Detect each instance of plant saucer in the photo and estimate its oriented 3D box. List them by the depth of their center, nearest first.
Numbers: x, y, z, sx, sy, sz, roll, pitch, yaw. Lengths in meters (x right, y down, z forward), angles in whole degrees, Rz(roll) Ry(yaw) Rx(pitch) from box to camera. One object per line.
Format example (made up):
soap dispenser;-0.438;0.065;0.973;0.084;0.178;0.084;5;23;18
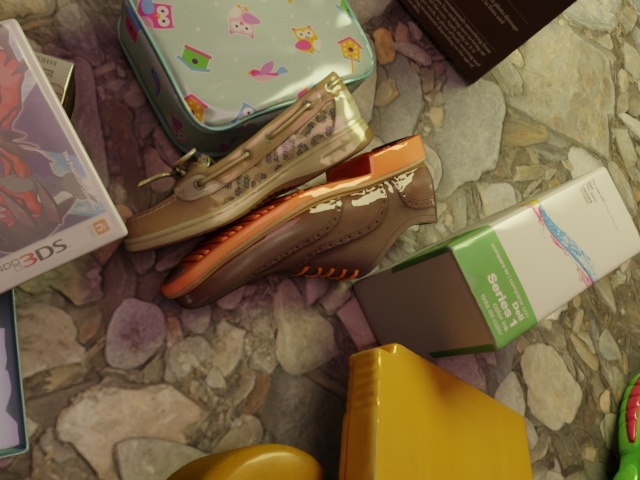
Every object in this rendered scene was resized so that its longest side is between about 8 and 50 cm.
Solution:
plant saucer;-0.315;0.105;0.512;0.067;0.018;0.192;-6;78;-27

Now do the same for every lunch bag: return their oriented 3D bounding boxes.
lunch bag;-0.085;-0.240;0.673;0.279;0.108;0.224;-29;86;-29

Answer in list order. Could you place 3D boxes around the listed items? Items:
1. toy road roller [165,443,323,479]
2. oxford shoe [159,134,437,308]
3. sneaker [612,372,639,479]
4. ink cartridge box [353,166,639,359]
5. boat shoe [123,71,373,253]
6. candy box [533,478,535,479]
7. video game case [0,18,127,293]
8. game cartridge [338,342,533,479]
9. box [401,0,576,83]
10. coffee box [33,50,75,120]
toy road roller;-0.134;0.268;0.452;0.330;0.202;0.240;32;52;-19
oxford shoe;0.000;0.000;0.633;0.364;0.130;0.132;-28;101;-23
sneaker;0.459;0.374;0.699;0.202;0.185;0.483;43;63;-3
ink cartridge box;0.213;0.032;0.675;0.278;0.201;0.117;-23;86;-29
boat shoe;-0.086;-0.078;0.590;0.285;0.104;0.089;-29;102;-8
candy box;0.176;0.298;0.663;0.187;0.053;0.109;40;61;-11
video game case;-0.291;-0.054;0.458;0.183;0.023;0.201;-28;103;-16
game cartridge;0.121;0.285;0.511;0.285;0.053;0.323;34;45;-33
box;0.297;-0.408;0.745;0.191;0.381;0.143;48;61;-5
coffee box;-0.370;-0.121;0.507;0.247;0.098;0.141;14;72;-21
